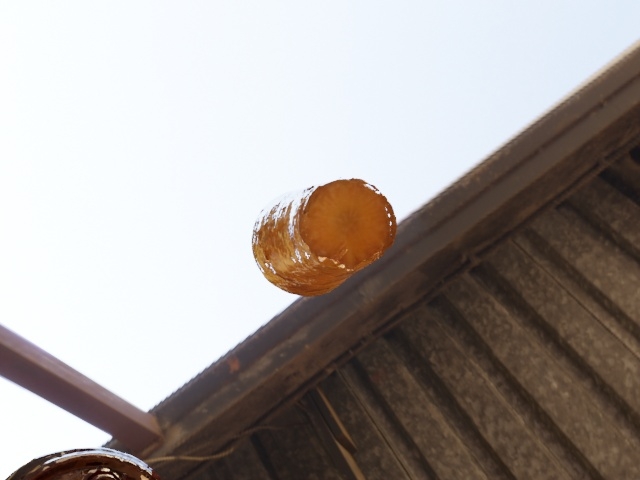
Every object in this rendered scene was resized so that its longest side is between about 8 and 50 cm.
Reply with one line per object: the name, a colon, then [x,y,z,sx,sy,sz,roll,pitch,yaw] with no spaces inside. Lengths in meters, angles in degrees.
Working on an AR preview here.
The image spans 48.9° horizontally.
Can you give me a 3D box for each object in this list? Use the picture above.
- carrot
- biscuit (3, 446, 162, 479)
carrot: [0.000,0.000,1.125,0.196,0.196,0.254,-48,-172,-11]
biscuit: [-0.418,0.567,1.227,0.091,0.407,0.407,-25,-138,49]
